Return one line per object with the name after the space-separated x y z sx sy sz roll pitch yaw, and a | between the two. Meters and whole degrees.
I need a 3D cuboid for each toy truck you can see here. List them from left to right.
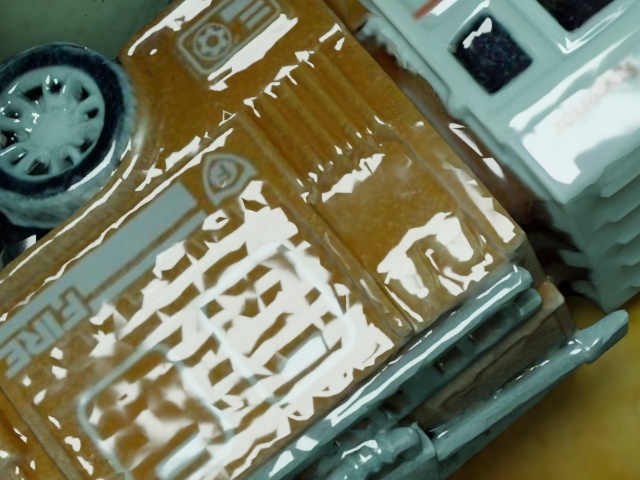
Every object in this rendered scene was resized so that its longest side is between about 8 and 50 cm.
0.000 0.000 0.546 0.162 0.305 0.136 50 -1 27 | toy truck

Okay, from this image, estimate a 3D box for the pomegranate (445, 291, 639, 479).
0.168 0.115 0.711 0.416 0.416 0.417 44 36 -44 | pomegranate

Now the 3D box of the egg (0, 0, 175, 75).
-0.121 -0.115 0.589 0.236 0.169 0.169 23 52 -51 | egg
